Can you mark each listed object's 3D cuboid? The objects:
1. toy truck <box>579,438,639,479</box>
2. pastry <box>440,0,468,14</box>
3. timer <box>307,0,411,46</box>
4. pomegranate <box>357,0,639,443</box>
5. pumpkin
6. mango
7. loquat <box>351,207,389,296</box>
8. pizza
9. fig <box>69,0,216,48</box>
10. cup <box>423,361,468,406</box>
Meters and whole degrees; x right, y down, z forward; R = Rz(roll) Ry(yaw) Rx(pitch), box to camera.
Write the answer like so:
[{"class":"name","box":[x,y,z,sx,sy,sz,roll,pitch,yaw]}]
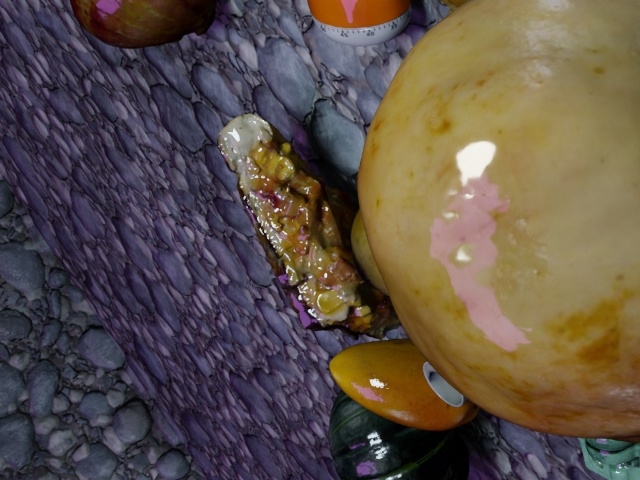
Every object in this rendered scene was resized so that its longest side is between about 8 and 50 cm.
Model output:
[{"class":"toy truck","box":[0.399,0.236,1.465,0.279,0.156,0.155,24,144,46]},{"class":"pastry","box":[0.078,-0.331,1.171,0.330,0.136,0.329,43,173,6]},{"class":"timer","box":[0.033,-0.278,1.475,0.136,0.099,0.136,29,149,19]},{"class":"pomegranate","box":[0.241,-0.028,1.104,0.411,0.411,0.411,40,154,25]},{"class":"pumpkin","box":[0.121,0.294,2.003,0.250,0.216,0.250,57,-179,-1]},{"class":"mango","box":[0.119,0.187,1.875,0.217,0.141,0.102,12,140,-3]},{"class":"loquat","box":[0.110,0.001,1.684,0.163,0.137,0.163,28,127,45]},{"class":"pizza","box":[0.000,0.000,1.807,0.409,0.114,0.277,51,-165,-25]},{"class":"fig","box":[-0.220,-0.334,1.772,0.205,0.205,0.205,40,154,25]},{"class":"cup","box":[0.199,0.156,1.785,0.074,0.099,0.102,53,156,-3]}]
